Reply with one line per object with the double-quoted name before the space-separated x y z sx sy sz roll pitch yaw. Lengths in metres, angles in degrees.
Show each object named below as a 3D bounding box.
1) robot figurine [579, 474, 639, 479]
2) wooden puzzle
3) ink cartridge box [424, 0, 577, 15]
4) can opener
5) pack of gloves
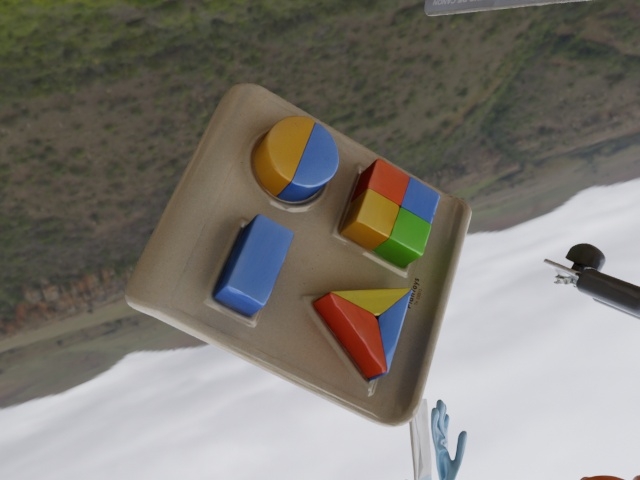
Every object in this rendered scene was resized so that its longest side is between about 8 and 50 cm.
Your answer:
"robot figurine" 0.375 0.383 0.965 0.158 0.128 0.219 -33 -175 13
"wooden puzzle" 0.000 0.000 0.872 0.080 0.347 0.322 -47 -161 60
"ink cartridge box" 0.317 -0.425 1.037 0.309 0.272 0.130 7 176 37
"can opener" 0.478 0.065 1.285 0.093 0.074 0.280 -61 -160 6
"pack of gloves" 0.162 0.317 0.963 0.046 0.232 0.195 -7 168 19
